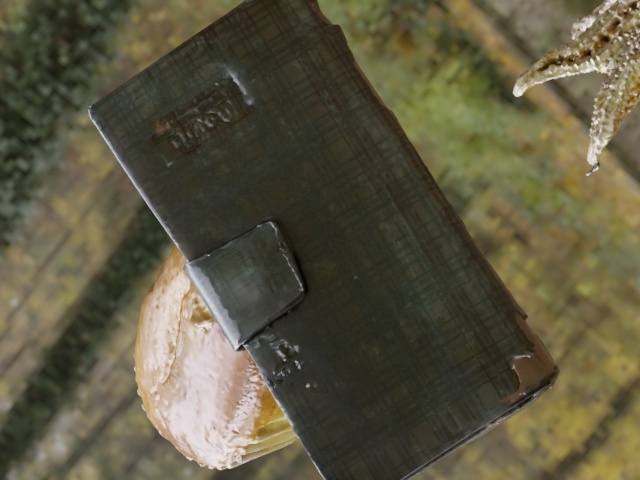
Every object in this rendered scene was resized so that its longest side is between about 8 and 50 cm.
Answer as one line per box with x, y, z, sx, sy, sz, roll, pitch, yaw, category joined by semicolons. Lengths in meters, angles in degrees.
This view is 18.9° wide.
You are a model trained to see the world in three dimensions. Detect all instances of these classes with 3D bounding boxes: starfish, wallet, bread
0.282;-0.181;1.515;0.084;0.293;0.301;42;-154;-15;starfish
0.000;0.000;1.216;0.317;0.169;0.044;58;-179;9;wallet
-0.056;0.066;1.324;0.132;0.190;0.114;39;-149;27;bread
